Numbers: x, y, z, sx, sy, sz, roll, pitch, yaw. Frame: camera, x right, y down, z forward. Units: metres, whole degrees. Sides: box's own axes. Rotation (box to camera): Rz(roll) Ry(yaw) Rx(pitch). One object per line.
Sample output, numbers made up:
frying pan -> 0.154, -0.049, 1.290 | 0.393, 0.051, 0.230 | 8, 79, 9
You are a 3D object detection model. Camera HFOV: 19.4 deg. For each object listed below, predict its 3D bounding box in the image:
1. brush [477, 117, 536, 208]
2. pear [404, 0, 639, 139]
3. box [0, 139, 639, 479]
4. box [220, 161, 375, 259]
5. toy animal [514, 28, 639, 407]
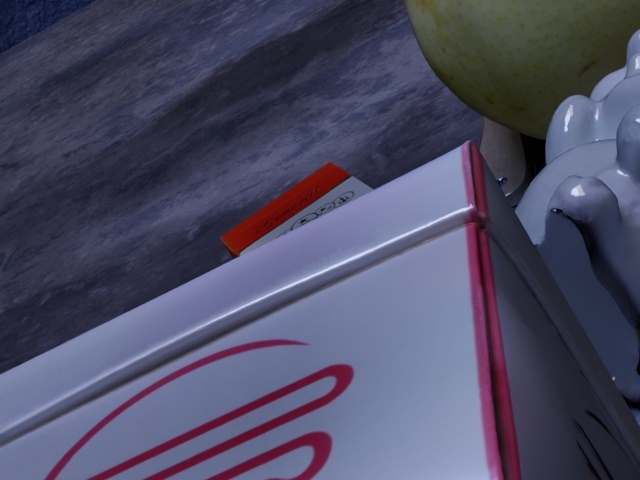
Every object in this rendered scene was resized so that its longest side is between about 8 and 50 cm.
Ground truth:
brush -> 0.175, -0.119, 1.716 | 0.070, 0.065, 0.327 | -18, 33, 18
pear -> 0.219, -0.222, 1.555 | 0.309, 0.309, 0.309 | -27, 21, 11
box -> 0.012, 0.197, 0.848 | 0.312, 0.314, 0.300 | -26, 23, 14
box -> 0.000, 0.000, 1.705 | 0.139, 0.035, 0.245 | -35, 21, -8
toy animal -> 0.231, -0.025, 1.233 | 0.289, 0.174, 0.249 | -43, 11, -3
